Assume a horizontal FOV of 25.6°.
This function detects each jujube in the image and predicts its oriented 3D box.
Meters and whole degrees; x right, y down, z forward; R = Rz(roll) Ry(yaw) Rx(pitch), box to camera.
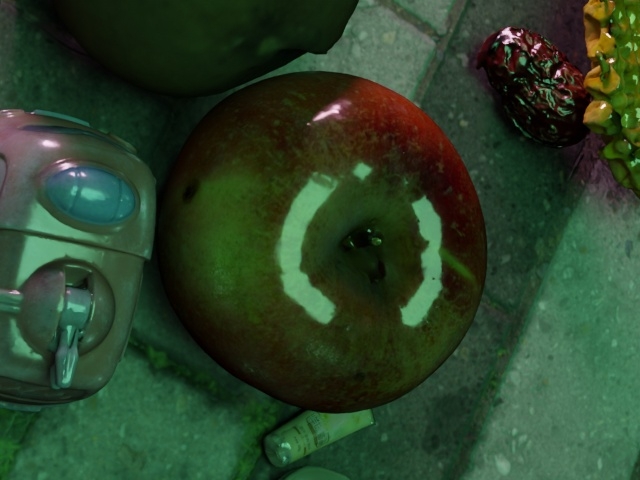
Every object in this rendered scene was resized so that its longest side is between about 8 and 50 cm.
[{"bbox_3d":[0.266,-0.189,1.692,0.104,0.104,0.166,-45,106,-23],"label":"jujube"}]

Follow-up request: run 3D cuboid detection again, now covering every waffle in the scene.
[{"bbox_3d":[0.391,-0.189,1.717,0.329,0.062,0.329,16,70,-52],"label":"waffle"}]

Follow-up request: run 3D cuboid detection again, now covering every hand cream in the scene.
[{"bbox_3d":[0.001,0.207,1.563,0.143,0.039,0.061,-26,97,-31],"label":"hand cream"}]

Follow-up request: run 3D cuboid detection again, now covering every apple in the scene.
[{"bbox_3d":[0.000,0.000,1.441,0.349,0.277,0.348,1,88,-26],"label":"apple"}]

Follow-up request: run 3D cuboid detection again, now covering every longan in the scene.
[{"bbox_3d":[-0.114,-0.287,1.389,0.319,0.319,0.318,2,86,-28],"label":"longan"}]

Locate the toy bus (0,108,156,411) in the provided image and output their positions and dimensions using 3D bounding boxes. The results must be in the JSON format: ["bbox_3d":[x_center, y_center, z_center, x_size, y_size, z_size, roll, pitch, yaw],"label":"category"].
[{"bbox_3d":[-0.254,0.016,1.330,0.197,0.232,0.294,15,80,-26],"label":"toy bus"}]

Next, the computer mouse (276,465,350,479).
[{"bbox_3d":[-0.034,0.404,1.501,0.197,0.095,0.330,34,72,-26],"label":"computer mouse"}]
